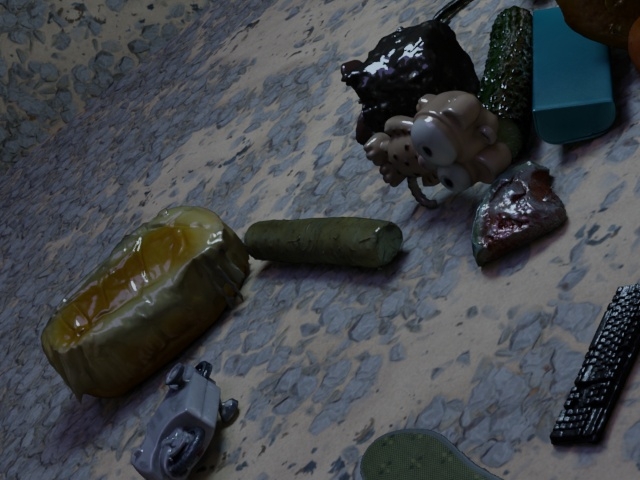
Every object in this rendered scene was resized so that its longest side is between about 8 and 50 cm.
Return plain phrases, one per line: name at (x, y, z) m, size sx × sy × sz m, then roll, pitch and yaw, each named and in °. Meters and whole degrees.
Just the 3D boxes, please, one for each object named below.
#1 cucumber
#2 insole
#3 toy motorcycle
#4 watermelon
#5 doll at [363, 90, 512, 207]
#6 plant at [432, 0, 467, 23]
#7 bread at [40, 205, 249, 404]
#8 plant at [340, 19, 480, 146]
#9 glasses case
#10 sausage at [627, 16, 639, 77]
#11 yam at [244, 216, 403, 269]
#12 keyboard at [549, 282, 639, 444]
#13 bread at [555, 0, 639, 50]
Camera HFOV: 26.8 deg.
cucumber at (0.298, -0.259, 2.100) m, size 0.096 × 0.096 × 0.359 m, roll -25°, pitch 28°, yaw 33°
insole at (0.136, 0.284, 1.580) m, size 0.109 × 0.007 × 0.322 m, roll -49°, pitch 25°, yaw -12°
toy motorcycle at (-0.217, 0.284, 1.983) m, size 0.171 × 0.110 × 0.260 m, roll -47°, pitch 18°, yaw 18°
watermelon at (0.275, -0.048, 1.832) m, size 0.139 × 0.071 × 0.187 m, roll 3°, pitch 51°, yaw 51°
doll at (0.167, -0.131, 1.962) m, size 0.119 × 0.154 × 0.278 m, roll -45°, pitch 8°, yaw -25°
plant at (0.333, -0.534, 2.405) m, size 0.251 × 0.180 × 0.333 m, roll -42°, pitch 19°, yaw -24°
bread at (-0.295, 0.107, 2.314) m, size 0.389 × 0.183 × 0.236 m, roll -35°, pitch 41°, yaw 3°
plant at (0.136, -0.255, 2.225) m, size 0.234 × 0.178 × 0.204 m, roll -16°, pitch 37°, yaw 35°
glasses case at (0.376, -0.253, 1.995) m, size 0.117 × 0.070 × 0.301 m, roll -6°, pitch 35°, yaw 15°
sausage at (0.501, -0.253, 1.757) m, size 0.133 × 0.133 × 0.258 m, roll -49°, pitch 27°, yaw -13°
yam at (0.000, 0.000, 2.137) m, size 0.083 × 0.083 × 0.371 m, roll -53°, pitch 28°, yaw -21°
keyboard at (0.325, 0.134, 1.521) m, size 0.072 × 0.023 × 0.231 m, roll -12°, pitch 39°, yaw 51°
bread at (0.461, -0.394, 1.912) m, size 0.268 × 0.268 × 0.145 m, roll -33°, pitch 11°, yaw 20°
